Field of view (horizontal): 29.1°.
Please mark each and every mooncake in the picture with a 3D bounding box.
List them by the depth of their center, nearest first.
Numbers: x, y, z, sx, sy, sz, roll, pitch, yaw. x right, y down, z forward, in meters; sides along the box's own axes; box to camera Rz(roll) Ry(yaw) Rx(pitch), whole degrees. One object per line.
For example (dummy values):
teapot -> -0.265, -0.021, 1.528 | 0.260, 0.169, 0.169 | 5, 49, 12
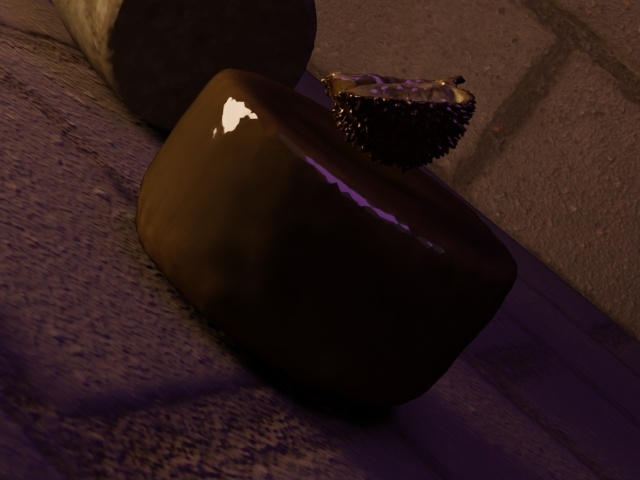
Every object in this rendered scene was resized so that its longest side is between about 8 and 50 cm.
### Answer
mooncake -> 0.000, 0.000, 0.953 | 0.284, 0.155, 0.284 | 34, 14, -10

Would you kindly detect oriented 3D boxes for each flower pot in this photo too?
flower pot -> -0.147, -0.286, 1.327 | 0.293, 0.293, 0.330 | 29, 19, -35

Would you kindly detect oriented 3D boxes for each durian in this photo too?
durian -> 0.064, -0.091, 0.930 | 0.110, 0.071, 0.140 | 28, 30, 36

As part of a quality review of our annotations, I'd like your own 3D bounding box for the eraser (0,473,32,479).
eraser -> -0.126, 0.110, 0.458 | 0.122, 0.029, 0.052 | 26, 17, -42
